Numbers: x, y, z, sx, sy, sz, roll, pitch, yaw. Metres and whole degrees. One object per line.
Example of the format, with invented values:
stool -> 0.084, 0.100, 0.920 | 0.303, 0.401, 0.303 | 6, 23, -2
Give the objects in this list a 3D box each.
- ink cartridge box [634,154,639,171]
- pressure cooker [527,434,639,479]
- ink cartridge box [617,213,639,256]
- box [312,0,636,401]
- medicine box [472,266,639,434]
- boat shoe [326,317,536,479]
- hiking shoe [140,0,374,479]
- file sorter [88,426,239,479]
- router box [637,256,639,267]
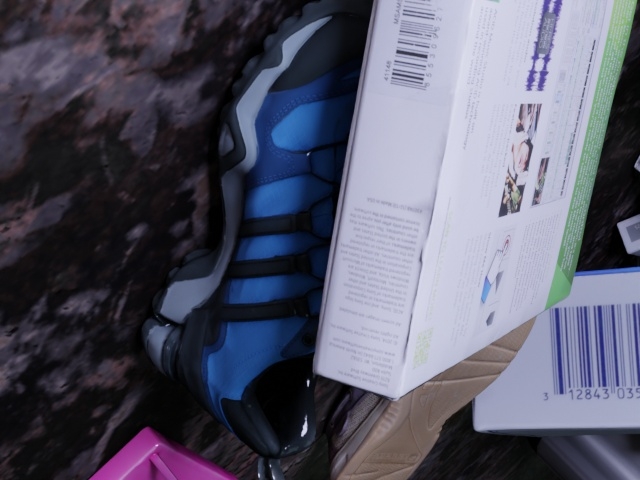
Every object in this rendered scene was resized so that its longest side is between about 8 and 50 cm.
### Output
ink cartridge box -> 0.502, -0.126, 1.115 | 0.270, 0.198, 0.197 | -25, 148, -33
pressure cooker -> 0.538, 0.292, 1.517 | 0.376, 0.420, 0.369 | -25, 147, -36
ink cartridge box -> 0.440, -0.019, 1.288 | 0.145, 0.045, 0.179 | -25, 160, 26
box -> 0.107, -0.055, 0.661 | 0.322, 0.059, 0.232 | -12, 115, -61
medicine box -> 0.319, 0.120, 1.113 | 0.264, 0.149, 0.289 | -6, 168, 25
boat shoe -> 0.085, 0.116, 0.987 | 0.103, 0.092, 0.285 | 8, 127, -36
hiking shoe -> 0.000, 0.000, 0.651 | 0.113, 0.132, 0.304 | -18, 143, -43
file sorter -> -0.152, 0.326, 0.846 | 0.291, 0.182, 0.202 | -43, 153, -4
router box -> 0.514, 0.125, 1.235 | 0.081, 0.242, 0.309 | 0, 176, -41
